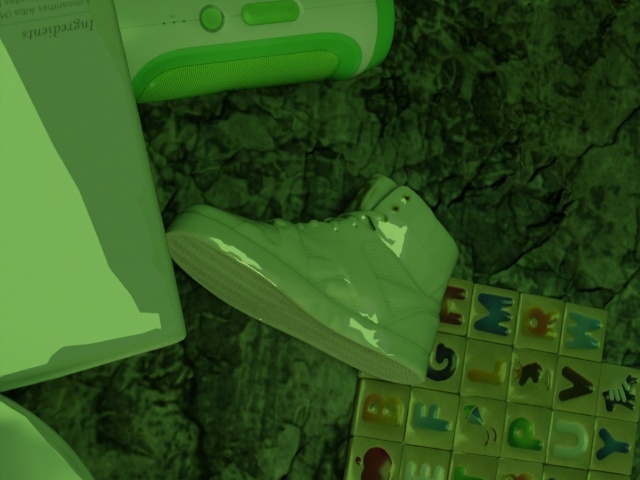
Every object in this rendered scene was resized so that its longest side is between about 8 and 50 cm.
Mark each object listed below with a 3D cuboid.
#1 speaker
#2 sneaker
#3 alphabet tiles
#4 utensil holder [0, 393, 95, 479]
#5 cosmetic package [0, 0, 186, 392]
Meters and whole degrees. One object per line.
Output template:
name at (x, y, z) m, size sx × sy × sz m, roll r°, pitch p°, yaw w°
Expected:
speaker at (-0.087, -0.191, 1.357) m, size 0.296 × 0.131 × 0.131 m, roll -10°, pitch 93°, yaw -27°
sneaker at (0.000, 0.000, 1.420) m, size 0.292 × 0.108 × 0.169 m, roll 31°, pitch 68°, yaw -27°
alphabet tiles at (0.183, 0.192, 1.549) m, size 0.342 × 0.011 × 0.285 m, roll 12°, pitch 83°, yaw -26°
utensil holder at (-0.343, 0.233, 1.072) m, size 0.328 × 0.385 × 0.327 m, roll 1°, pitch 88°, yaw -26°
cosmetic package at (-0.263, -0.122, 1.212) m, size 0.161 × 0.230 × 0.453 m, roll -15°, pitch 94°, yaw -26°
